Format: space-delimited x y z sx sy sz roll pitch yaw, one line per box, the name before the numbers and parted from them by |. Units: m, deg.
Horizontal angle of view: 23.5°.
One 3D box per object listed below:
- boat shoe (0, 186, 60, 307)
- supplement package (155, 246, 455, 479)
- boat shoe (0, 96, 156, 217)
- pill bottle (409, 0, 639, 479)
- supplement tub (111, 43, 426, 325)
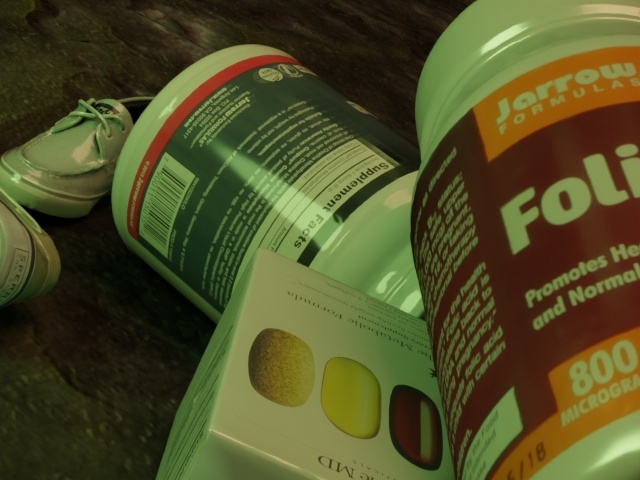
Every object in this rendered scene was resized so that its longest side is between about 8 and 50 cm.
boat shoe | -0.298 -0.048 1.014 0.302 0.109 0.094 40 3 18
supplement package | -0.012 0.127 0.854 0.139 0.134 0.244 24 20 -6
boat shoe | -0.182 -0.078 1.227 0.079 0.081 0.227 31 20 12
pill bottle | 0.166 0.033 0.812 0.224 0.224 0.392 19 35 -21
supplement tub | 0.000 0.000 1.098 0.272 0.191 0.191 38 23 29
